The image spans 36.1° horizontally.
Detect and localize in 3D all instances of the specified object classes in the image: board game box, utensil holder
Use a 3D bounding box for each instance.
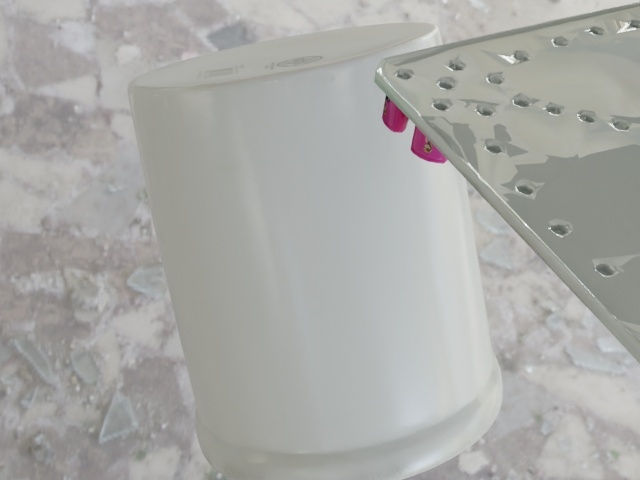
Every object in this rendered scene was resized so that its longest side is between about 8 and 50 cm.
[{"bbox_3d":[0.292,-0.037,0.664,0.390,0.050,0.390,-17,48,-23],"label":"board game box"},{"bbox_3d":[0.000,0.000,0.987,0.328,0.385,0.327,-9,17,3],"label":"utensil holder"}]
